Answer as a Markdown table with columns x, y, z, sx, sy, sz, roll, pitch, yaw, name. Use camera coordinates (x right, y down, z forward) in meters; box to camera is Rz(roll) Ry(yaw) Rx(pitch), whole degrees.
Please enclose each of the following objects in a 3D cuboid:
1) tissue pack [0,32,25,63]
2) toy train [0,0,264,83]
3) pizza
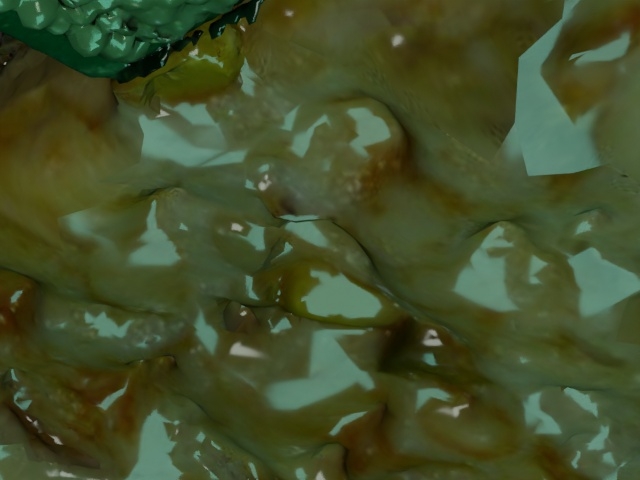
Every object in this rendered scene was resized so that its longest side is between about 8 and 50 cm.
| x | y | z | sx | sy | sz | roll | pitch | yaw | name |
| --- | --- | --- | --- | --- | --- | --- | --- | --- | --- |
| -0.065 | -0.106 | 0.607 | 0.148 | 0.060 | 0.108 | -24 | 149 | 22 | tissue pack |
| -0.002 | -0.158 | 0.426 | 0.269 | 0.154 | 0.115 | -26 | 152 | 26 | toy train |
| 0.009 | 0.059 | 0.642 | 0.435 | 0.080 | 0.392 | -23 | 125 | 28 | pizza |
